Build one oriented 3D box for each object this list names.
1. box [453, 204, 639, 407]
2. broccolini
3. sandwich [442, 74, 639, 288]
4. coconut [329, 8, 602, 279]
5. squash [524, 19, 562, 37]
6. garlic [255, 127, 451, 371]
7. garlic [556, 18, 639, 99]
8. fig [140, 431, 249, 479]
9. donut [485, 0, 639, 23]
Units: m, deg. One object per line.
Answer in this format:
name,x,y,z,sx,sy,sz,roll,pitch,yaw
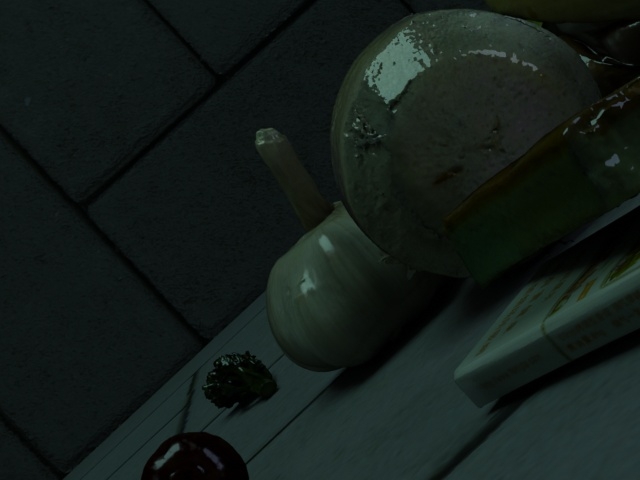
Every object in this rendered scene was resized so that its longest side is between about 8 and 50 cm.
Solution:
box,0.164,0.010,0.610,0.122,0.032,0.220,-42,2,-37
broccolini,-0.094,0.165,1.479,0.091,0.068,0.202,-23,-3,-22
sandwich,0.150,-0.044,0.656,0.245,0.063,0.212,-35,-7,21
coconut,0.111,-0.077,0.947,0.224,0.224,0.234,-43,3,-5
squash,0.245,-0.220,1.299,0.184,0.085,0.192,-37,-42,-35
garlic,0.000,0.000,1.087,0.199,0.226,0.199,-38,7,5
garlic,0.293,-0.234,1.154,0.214,0.160,0.191,-39,-1,17
fig,-0.098,0.206,0.969,0.089,0.089,0.125,-44,-17,-15
donut,0.276,-0.284,0.927,0.330,0.160,0.330,-13,22,6
